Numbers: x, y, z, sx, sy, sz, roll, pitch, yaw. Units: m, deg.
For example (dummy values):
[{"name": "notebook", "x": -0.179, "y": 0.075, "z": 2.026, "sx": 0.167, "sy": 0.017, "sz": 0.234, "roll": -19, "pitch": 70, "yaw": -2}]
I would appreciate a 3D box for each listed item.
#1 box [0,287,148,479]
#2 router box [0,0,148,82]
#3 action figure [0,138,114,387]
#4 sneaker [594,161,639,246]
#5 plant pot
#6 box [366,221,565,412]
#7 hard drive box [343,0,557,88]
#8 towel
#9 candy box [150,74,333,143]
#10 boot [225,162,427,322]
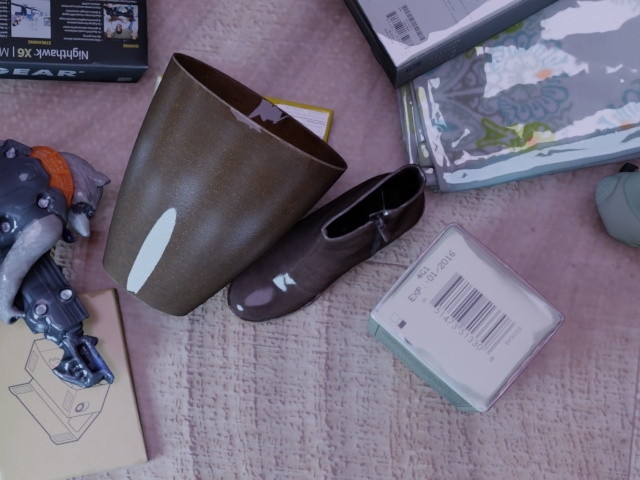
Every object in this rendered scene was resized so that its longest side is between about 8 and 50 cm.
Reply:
[{"name": "box", "x": -0.289, "y": 0.164, "z": 1.489, "sx": 0.165, "sy": 0.021, "sz": 0.201, "roll": -11, "pitch": 83, "yaw": 0}, {"name": "router box", "x": -0.348, "y": -0.303, "z": 1.469, "sx": 0.309, "sy": 0.081, "sz": 0.242, "roll": 1, "pitch": 83, "yaw": -18}, {"name": "action figure", "x": -0.345, "y": 0.022, "z": 1.396, "sx": 0.341, "sy": 0.178, "sz": 0.330, "roll": 48, "pitch": 56, "yaw": 6}, {"name": "sneaker", "x": 0.411, "y": -0.004, "z": 1.463, "sx": 0.256, "sy": 0.151, "sz": 0.094, "roll": 39, "pitch": 69, "yaw": -28}, {"name": "plant pot", "x": -0.123, "y": -0.042, "z": 1.408, "sx": 0.215, "sy": 0.215, "sz": 0.230, "roll": 34, "pitch": 100, "yaw": 5}, {"name": "box", "x": 0.143, "y": 0.086, "z": 1.381, "sx": 0.149, "sy": 0.232, "sz": 0.127, "roll": 41, "pitch": 86, "yaw": 5}, {"name": "hard drive box", "x": 0.137, "y": -0.298, "z": 1.416, "sx": 0.232, "sy": 0.089, "sz": 0.181, "roll": -28, "pitch": 82, "yaw": -2}, {"name": "towel", "x": 0.256, "y": -0.232, "z": 1.489, "sx": 0.375, "sy": 0.090, "sz": 0.320, "roll": -10, "pitch": 84, "yaw": 0}, {"name": "candy box", "x": -0.095, "y": -0.116, "z": 1.514, "sx": 0.206, "sy": 0.027, "sz": 0.105, "roll": 12, "pitch": 87, "yaw": 3}, {"name": "boot", "x": 0.000, "y": 0.000, "z": 1.407, "sx": 0.248, "sy": 0.207, "sz": 0.090, "roll": -32, "pitch": 84, "yaw": -2}]
